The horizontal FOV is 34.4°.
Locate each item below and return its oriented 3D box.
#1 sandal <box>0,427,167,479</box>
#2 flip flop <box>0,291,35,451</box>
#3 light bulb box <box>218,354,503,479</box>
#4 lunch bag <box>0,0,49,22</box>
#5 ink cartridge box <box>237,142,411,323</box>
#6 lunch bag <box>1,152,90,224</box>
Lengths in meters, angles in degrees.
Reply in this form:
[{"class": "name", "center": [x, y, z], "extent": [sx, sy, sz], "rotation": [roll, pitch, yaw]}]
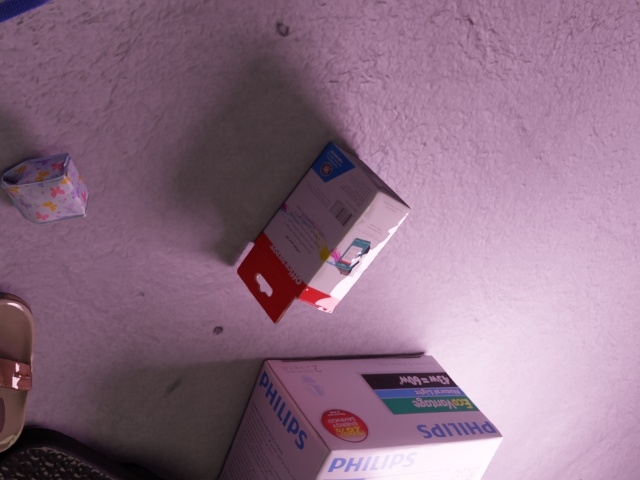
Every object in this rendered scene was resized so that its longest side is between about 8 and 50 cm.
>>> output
[{"class": "sandal", "center": [-0.297, 0.394, 1.559], "extent": [0.167, 0.107, 0.446], "rotation": [-40, 123, 8]}, {"class": "flip flop", "center": [-0.414, 0.180, 1.314], "extent": [0.112, 0.080, 0.277], "rotation": [-9, 128, -29]}, {"class": "light bulb box", "center": [0.044, 0.395, 1.693], "extent": [0.357, 0.225, 0.361], "rotation": [3, 120, -35]}, {"class": "lunch bag", "center": [-0.441, -0.296, 0.806], "extent": [0.385, 0.239, 0.328], "rotation": [-21, 139, 12]}, {"class": "ink cartridge box", "center": [0.000, 0.000, 1.419], "extent": [0.078, 0.134, 0.231], "rotation": [26, 107, -44]}, {"class": "lunch bag", "center": [-0.322, -0.060, 1.209], "extent": [0.083, 0.053, 0.071], "rotation": [-13, 135, 7]}]
